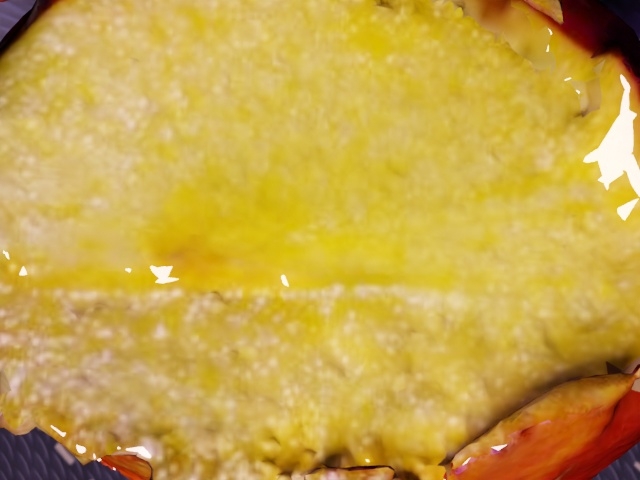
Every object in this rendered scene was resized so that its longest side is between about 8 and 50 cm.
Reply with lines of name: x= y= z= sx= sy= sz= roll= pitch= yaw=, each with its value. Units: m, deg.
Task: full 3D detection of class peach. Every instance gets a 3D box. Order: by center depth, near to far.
peach: x=0.000 y=0.000 z=0.877 sx=0.417 sy=0.339 sz=0.353 roll=15 pitch=159 yaw=-37
